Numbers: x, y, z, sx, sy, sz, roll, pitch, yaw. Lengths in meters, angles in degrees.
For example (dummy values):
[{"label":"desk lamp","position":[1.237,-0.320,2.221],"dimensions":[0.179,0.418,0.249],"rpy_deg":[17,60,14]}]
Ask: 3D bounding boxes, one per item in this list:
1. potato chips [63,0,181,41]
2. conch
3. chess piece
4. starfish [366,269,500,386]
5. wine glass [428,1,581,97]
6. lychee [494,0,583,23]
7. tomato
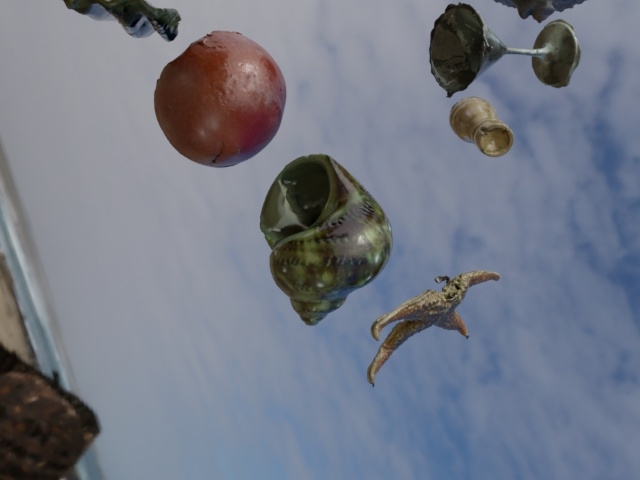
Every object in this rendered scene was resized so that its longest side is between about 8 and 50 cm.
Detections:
[{"label":"potato chips","position":[-0.371,-0.384,1.270],"dimensions":[0.070,0.358,0.429],"rpy_deg":[-62,-170,11]},{"label":"conch","position":[0.001,0.002,1.066],"dimensions":[0.187,0.181,0.124],"rpy_deg":[17,-26,44]},{"label":"chess piece","position":[0.221,-0.153,1.197],"dimensions":[0.122,0.066,0.066],"rpy_deg":[-103,-178,-66]},{"label":"starfish","position":[0.130,0.103,1.118],"dimensions":[0.050,0.247,0.138],"rpy_deg":[47,-47,29]},{"label":"wine glass","position":[0.248,-0.251,1.166],"dimensions":[0.122,0.183,0.122],"rpy_deg":[6,-84,60]},{"label":"lychee","position":[0.410,-0.622,1.637],"dimensions":[0.380,0.380,0.432],"rpy_deg":[175,-81,-72]},{"label":"tomato","position":[-0.148,-0.213,1.355],"dimensions":[0.184,0.208,0.208],"rpy_deg":[51,-19,2]}]
